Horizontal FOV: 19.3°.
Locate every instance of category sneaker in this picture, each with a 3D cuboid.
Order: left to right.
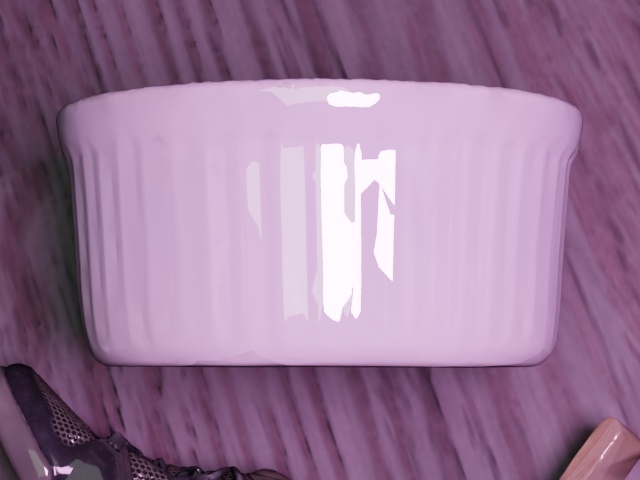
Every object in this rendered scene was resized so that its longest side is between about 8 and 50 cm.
[{"bbox_3d":[-0.088,0.141,1.064,0.130,0.087,0.227,-39,80,-4],"label":"sneaker"}]

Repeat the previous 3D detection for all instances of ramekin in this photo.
[{"bbox_3d":[0.000,0.000,0.990,0.277,0.277,0.135,-1,86,7],"label":"ramekin"}]

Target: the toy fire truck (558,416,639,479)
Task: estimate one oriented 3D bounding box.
[{"bbox_3d":[0.105,0.208,0.971,0.158,0.217,0.246,-7,63,6],"label":"toy fire truck"}]
